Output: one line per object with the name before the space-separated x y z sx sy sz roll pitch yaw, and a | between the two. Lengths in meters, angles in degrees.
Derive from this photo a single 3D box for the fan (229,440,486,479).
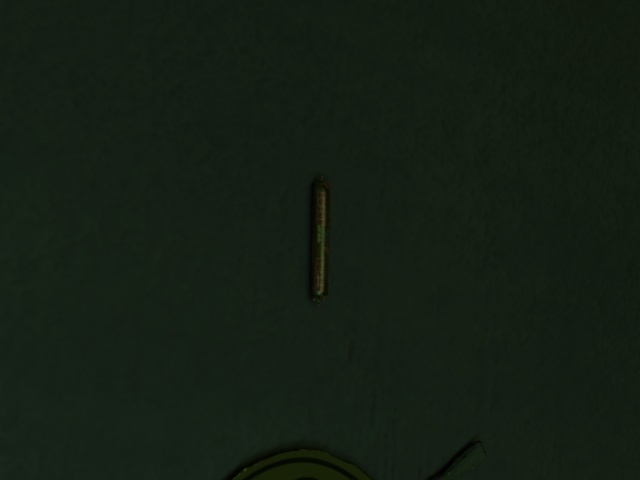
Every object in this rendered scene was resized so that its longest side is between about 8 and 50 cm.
fan | 0.016 0.248 0.704 0.335 0.011 0.229 -32 103 -32

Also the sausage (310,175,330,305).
sausage | 0.000 0.000 0.718 0.015 0.015 0.100 6 82 -34
